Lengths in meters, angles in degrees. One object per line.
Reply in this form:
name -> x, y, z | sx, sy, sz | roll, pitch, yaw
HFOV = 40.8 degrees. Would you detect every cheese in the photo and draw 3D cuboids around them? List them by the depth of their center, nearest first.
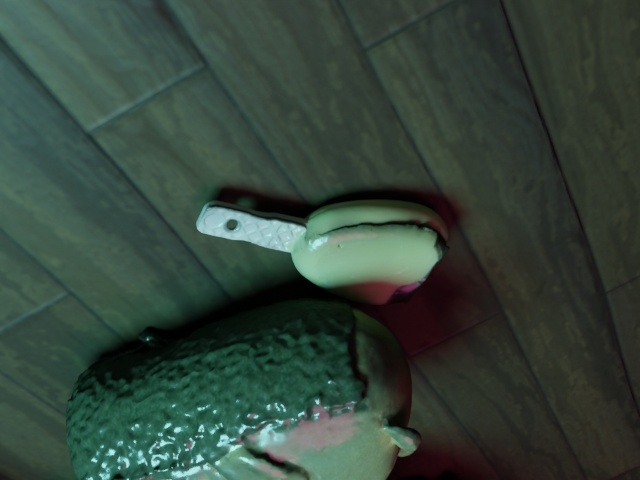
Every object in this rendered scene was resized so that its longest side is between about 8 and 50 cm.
cheese -> 0.000, 0.000, 0.839 | 0.251, 0.054, 0.127 | 13, 127, -28

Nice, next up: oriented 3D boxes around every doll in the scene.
doll -> -0.078, 0.190, 0.867 | 0.349, 0.247, 0.247 | -8, 135, 1
